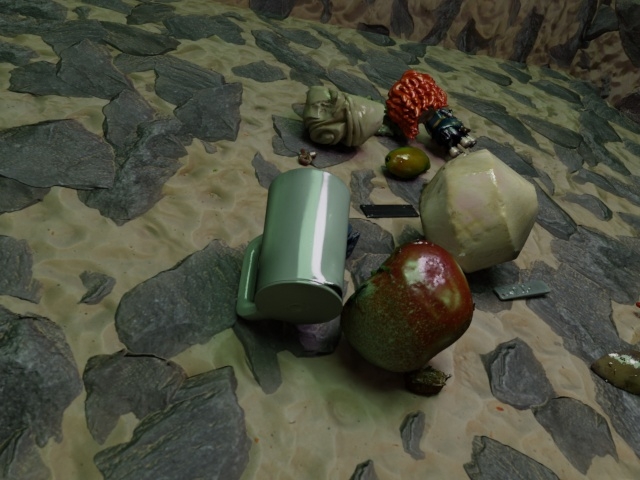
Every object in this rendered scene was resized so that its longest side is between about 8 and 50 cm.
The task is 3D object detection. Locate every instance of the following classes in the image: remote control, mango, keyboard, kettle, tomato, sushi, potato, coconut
[{"bbox_3d":[0.595,0.151,1.659,0.184,0.027,0.050,-5,39,-21],"label":"remote control"},{"bbox_3d":[0.335,-0.287,2.068,0.233,0.111,0.125,-1,51,-43],"label":"mango"},{"bbox_3d":[0.230,-0.098,1.849,0.202,0.011,0.067,-2,41,-25],"label":"keyboard"},{"bbox_3d":[-0.065,0.016,1.295,0.265,0.205,0.318,-1,56,6],"label":"kettle"},{"bbox_3d":[0.198,0.153,1.253,0.239,0.303,0.303,45,40,7],"label":"tomato"},{"bbox_3d":[0.240,0.311,1.259,0.118,0.060,0.061,-4,35,-29],"label":"sushi"},{"bbox_3d":[0.807,0.332,1.446,0.172,0.089,0.100,8,39,-16],"label":"potato"},{"bbox_3d":[0.458,-0.086,1.628,0.353,0.352,0.352,12,36,-8],"label":"coconut"}]

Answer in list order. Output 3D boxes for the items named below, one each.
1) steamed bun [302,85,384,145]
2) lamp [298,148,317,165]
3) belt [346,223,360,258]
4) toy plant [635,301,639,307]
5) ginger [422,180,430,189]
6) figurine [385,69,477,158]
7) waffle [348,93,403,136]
[{"bbox_3d":[0.074,-0.447,2.097,0.289,0.203,0.276,16,10,-6],"label":"steamed bun"},{"bbox_3d":[-0.048,-0.292,1.977,0.063,0.031,0.083,17,39,1],"label":"lamp"},{"bbox_3d":[0.000,0.001,1.514,0.122,0.128,0.218,41,42,22],"label":"belt"},{"bbox_3d":[1.090,0.247,1.691,0.155,0.088,0.240,-1,27,-44],"label":"toy plant"},{"bbox_3d":[0.472,-0.184,2.015,0.213,0.074,0.137,-8,52,-26],"label":"ginger"},{"bbox_3d":[0.459,-0.499,2.280,0.412,0.241,0.306,32,43,-14],"label":"figurine"},{"bbox_3d":[0.213,-0.535,2.390,0.292,0.056,0.309,2,40,-22],"label":"waffle"}]
